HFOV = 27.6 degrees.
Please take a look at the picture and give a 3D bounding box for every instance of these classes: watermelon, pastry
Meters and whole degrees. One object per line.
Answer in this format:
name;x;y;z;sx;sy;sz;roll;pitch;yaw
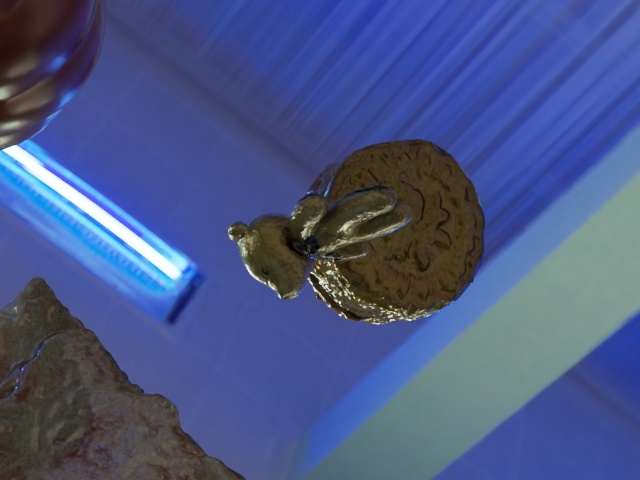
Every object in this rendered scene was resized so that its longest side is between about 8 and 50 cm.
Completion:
watermelon;-0.191;0.164;0.771;0.193;0.310;0.231;-31;-77;-39
pastry;0.071;-0.008;1.280;0.189;0.103;0.188;4;-98;-27

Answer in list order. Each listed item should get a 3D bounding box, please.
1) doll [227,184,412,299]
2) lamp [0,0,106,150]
doll;-0.002;-0.008;0.708;0.061;0.093;0.051;42;-166;-51
lamp;-0.229;-0.148;0.725;0.227;0.227;0.227;26;-141;-23
